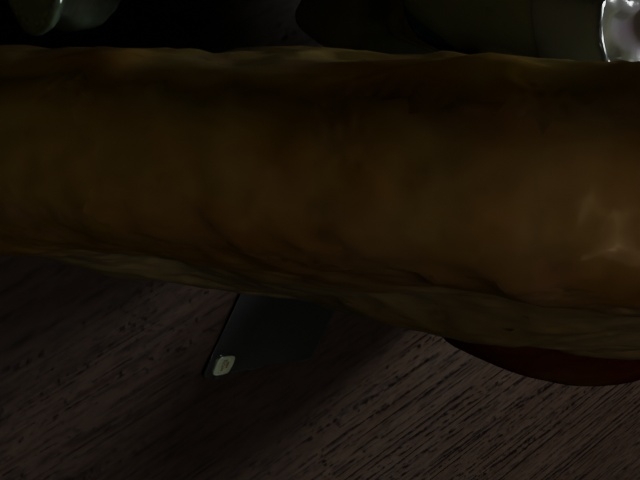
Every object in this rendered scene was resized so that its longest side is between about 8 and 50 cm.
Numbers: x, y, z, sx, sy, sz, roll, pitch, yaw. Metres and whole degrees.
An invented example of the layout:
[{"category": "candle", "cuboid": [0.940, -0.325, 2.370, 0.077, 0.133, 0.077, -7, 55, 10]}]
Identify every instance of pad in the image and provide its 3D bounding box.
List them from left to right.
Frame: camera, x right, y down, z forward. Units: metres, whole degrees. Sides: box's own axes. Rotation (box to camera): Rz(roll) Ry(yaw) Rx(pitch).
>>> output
[{"category": "pad", "cuboid": [0.000, 0.000, 0.983, 0.116, 0.004, 0.193, -3, 124, -55]}]

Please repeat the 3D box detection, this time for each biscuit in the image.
[{"category": "biscuit", "cuboid": [0.061, -0.010, 0.668, 0.429, 0.446, 0.104, 10, 87, -63]}]

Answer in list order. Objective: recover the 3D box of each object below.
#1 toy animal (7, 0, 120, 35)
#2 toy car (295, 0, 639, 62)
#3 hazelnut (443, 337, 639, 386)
[{"category": "toy animal", "cuboid": [-0.045, -0.160, 0.641, 0.108, 0.138, 0.236, -39, 179, 38]}, {"category": "toy car", "cuboid": [0.153, -0.225, 0.784, 0.242, 0.226, 0.336, 13, 91, -48]}, {"category": "hazelnut", "cuboid": [0.160, 0.011, 1.064, 0.208, 0.208, 0.208, -36, 147, -28]}]
